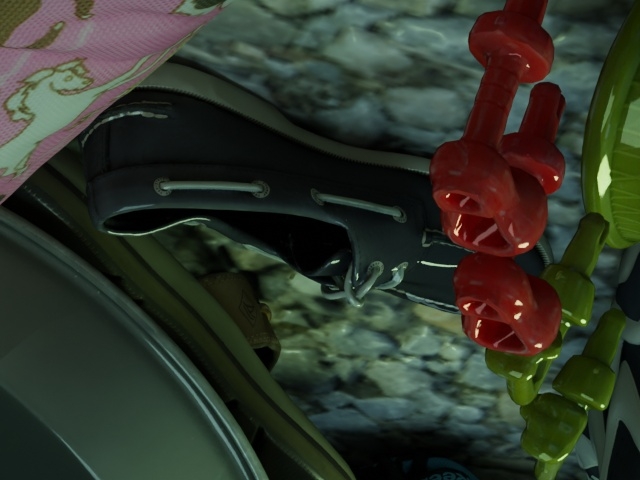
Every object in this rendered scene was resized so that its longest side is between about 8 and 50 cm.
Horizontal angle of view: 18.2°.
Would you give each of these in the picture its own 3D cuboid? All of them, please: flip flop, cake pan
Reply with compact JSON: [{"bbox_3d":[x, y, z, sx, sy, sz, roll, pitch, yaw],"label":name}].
[{"bbox_3d":[-0.065,0.039,0.835,0.112,0.080,0.277,-12,129,35],"label":"flip flop"},{"bbox_3d":[-0.149,0.096,0.829,0.293,0.054,0.293,21,139,20],"label":"cake pan"}]

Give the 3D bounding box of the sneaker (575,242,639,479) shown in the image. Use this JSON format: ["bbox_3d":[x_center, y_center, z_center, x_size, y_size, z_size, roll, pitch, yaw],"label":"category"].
[{"bbox_3d":[0.154,0.114,0.841,0.094,0.153,0.235,8,147,-1],"label":"sneaker"}]

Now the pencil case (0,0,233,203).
[{"bbox_3d":[-0.128,-0.087,0.567,0.386,0.167,0.160,-32,88,43],"label":"pencil case"}]

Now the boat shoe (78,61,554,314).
[{"bbox_3d":[0.000,0.000,0.765,0.206,0.065,0.075,22,144,-25],"label":"boat shoe"}]

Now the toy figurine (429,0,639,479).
[{"bbox_3d":[0.161,-0.044,0.513,0.217,0.191,0.362,11,155,19],"label":"toy figurine"}]

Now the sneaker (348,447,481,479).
[{"bbox_3d":[0.006,0.150,0.987,0.340,0.125,0.140,15,119,-10],"label":"sneaker"}]
